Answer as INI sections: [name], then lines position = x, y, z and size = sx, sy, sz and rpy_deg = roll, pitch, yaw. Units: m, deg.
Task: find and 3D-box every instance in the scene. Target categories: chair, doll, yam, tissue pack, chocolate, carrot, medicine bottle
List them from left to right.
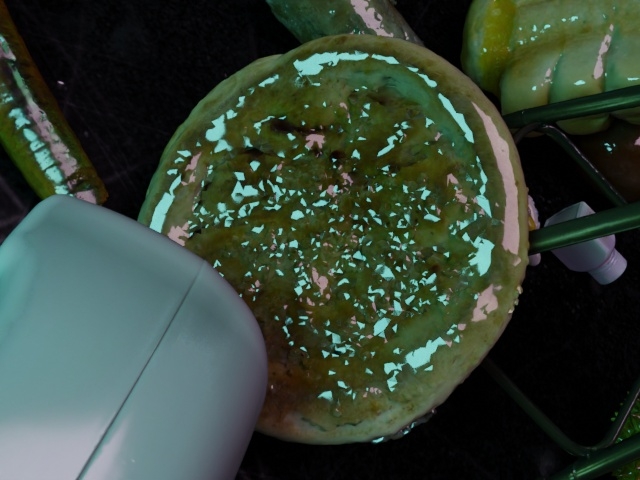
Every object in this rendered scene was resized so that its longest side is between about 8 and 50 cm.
[carrot]
position = -0.278, -0.130, 0.739
size = 0.070, 0.070, 0.260
rpy_deg = -29, 87, -44
[tissue pack]
position = -0.175, 0.156, 0.538
size = 0.236, 0.229, 0.333
rpy_deg = 34, 50, -11
[yam]
position = 0.066, -0.246, 1.029
size = 0.330, 0.133, 0.133
rpy_deg = 46, 46, -12
[doll]
position = 0.275, -0.027, 1.125
size = 0.113, 0.072, 0.135
rpy_deg = -35, 103, -58
[medicine bottle]
position = 0.389, 0.008, 1.175
size = 0.118, 0.074, 0.055
rpy_deg = 42, 47, -12
[chocolate]
position = 0.476, -0.142, 1.287
size = 0.177, 0.177, 0.176
rpy_deg = 19, 55, -29
[chair]
position = 0.333, 0.018, 0.841
size = 0.362, 0.410, 0.364
rpy_deg = 46, 60, -7

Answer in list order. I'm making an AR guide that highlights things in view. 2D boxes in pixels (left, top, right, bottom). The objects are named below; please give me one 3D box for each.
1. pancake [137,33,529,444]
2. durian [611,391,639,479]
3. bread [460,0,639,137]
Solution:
[pancake]
position = 0.000, 0.000, 0.731
size = 0.071, 0.383, 0.382
rpy_deg = 40, 27, -75
[durian]
position = 0.508, 0.270, 0.994
size = 0.291, 0.291, 0.224
rpy_deg = 50, 30, -4
[bread]
position = 0.389, -0.294, 1.212
size = 0.210, 0.342, 0.300
rpy_deg = 38, 46, -59
